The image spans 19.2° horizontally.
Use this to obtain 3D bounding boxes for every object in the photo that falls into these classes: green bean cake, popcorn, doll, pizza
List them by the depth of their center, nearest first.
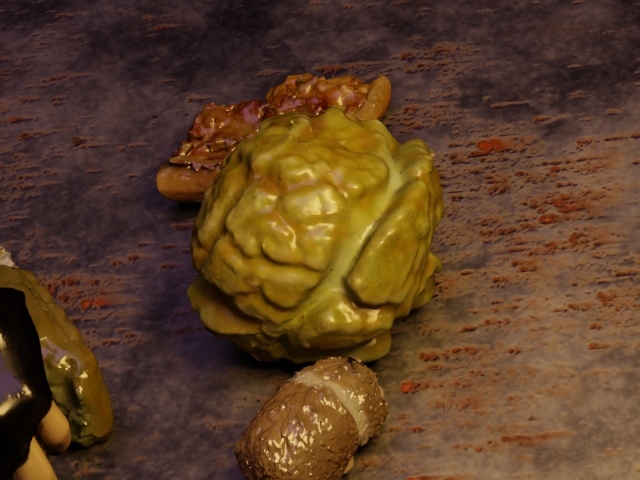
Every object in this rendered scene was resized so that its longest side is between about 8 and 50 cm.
[{"bbox_3d":[-0.023,0.203,1.840,0.105,0.115,0.221,30,65,24],"label":"doll"},{"bbox_3d":[0.004,-0.009,1.946,0.282,0.247,0.282,3,40,-3],"label":"popcorn"},{"bbox_3d":[-0.357,0.153,1.957,0.236,0.124,0.233,-27,45,-14],"label":"green bean cake"},{"bbox_3d":[-0.057,-0.129,2.193,0.305,0.085,0.161,-27,44,-14],"label":"pizza"}]

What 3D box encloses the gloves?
[{"bbox_3d":[-0.333,0.198,1.800,0.197,0.301,0.152,-16,12,14],"label":"gloves"}]

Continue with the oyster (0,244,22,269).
[{"bbox_3d":[-0.401,0.053,2.127,0.122,0.045,0.146,1,38,20],"label":"oyster"}]
